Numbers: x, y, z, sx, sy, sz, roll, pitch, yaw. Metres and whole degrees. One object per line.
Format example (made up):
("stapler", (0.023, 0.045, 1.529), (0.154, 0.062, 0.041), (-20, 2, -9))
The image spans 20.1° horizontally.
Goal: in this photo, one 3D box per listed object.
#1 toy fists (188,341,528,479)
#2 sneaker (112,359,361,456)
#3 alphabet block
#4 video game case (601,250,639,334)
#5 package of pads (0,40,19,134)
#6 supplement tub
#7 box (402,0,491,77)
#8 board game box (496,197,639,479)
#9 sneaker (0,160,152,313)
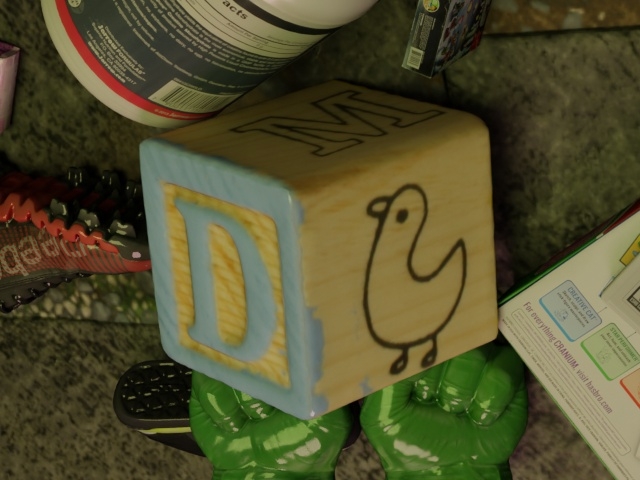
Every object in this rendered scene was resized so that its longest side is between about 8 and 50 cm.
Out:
("toy fists", (0.030, 0.135, 1.480), (0.279, 0.096, 0.142), (-2, 92, 7))
("sneaker", (-0.070, 0.152, 1.611), (0.235, 0.084, 0.097), (6, 153, 17))
("alphabet block", (0.000, 0.000, 1.387), (0.193, 0.197, 0.192), (22, 124, 46))
("video game case", (0.344, 0.047, 1.275), (0.227, 0.026, 0.206), (43, 124, 7))
("package of pads", (-0.300, -0.140, 1.624), (0.050, 0.032, 0.083), (22, 120, 16))
("supplement tub", (-0.065, -0.217, 1.346), (0.272, 0.191, 0.191), (-30, 95, 43))
("box", (0.106, -0.197, 1.338), (0.027, 0.094, 0.137), (24, 121, 18))
("board game box", (0.316, 0.061, 1.351), (0.316, 0.064, 0.242), (-37, 90, 35))
("sneaker", (-0.245, 0.004, 1.616), (0.276, 0.097, 0.135), (10, 115, 27))
